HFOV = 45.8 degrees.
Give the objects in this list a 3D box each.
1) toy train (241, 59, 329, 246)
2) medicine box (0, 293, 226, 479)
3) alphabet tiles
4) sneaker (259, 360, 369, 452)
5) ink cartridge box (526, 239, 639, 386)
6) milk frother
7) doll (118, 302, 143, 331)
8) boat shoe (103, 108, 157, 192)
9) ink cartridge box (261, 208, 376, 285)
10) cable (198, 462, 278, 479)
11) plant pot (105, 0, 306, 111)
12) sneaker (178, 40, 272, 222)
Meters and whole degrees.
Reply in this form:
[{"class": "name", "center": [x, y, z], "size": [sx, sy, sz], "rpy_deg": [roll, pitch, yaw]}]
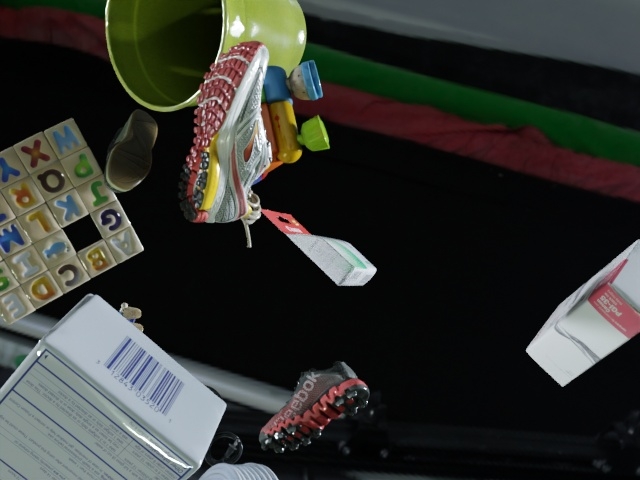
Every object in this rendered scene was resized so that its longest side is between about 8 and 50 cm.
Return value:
[{"class": "toy train", "center": [-0.051, -0.123, 1.024], "size": [0.143, 0.105, 0.248], "rpy_deg": [-15, -107, 7]}, {"class": "medicine box", "center": [-0.331, 0.275, 1.079], "size": [0.263, 0.289, 0.149], "rpy_deg": [41, -158, -8]}, {"class": "alphabet tiles", "center": [-0.371, -0.013, 0.951], "size": [0.237, 0.198, 0.009], "rpy_deg": [-31, -154, -16]}, {"class": "sneaker", "center": [-0.027, 0.369, 1.715], "size": [0.276, 0.098, 0.135], "rpy_deg": [-34, -133, 6]}, {"class": "ink cartridge box", "center": [0.594, 0.158, 1.613], "size": [0.117, 0.283, 0.207], "rpy_deg": [44, -134, 9]}, {"class": "milk frother", "center": [-0.202, 0.342, 1.339], "size": [0.143, 0.129, 0.135], "rpy_deg": [23, -177, 0]}, {"class": "doll", "center": [-0.465, 0.210, 1.803], "size": [0.046, 0.189, 0.129], "rpy_deg": [-1, -111, -27]}, {"class": "boat shoe", "center": [-0.255, -0.111, 1.006], "size": [0.056, 0.049, 0.152], "rpy_deg": [37, -142, -23]}, {"class": "ink cartridge box", "center": [0.000, 0.000, 1.523], "size": [0.225, 0.056, 0.181], "rpy_deg": [46, -169, 15]}, {"class": "cable", "center": [-0.141, 0.455, 1.108], "size": [0.089, 0.257, 0.257], "rpy_deg": [20, -134, -29]}, {"class": "plant pot", "center": [-0.226, -0.477, 1.710], "size": [0.366, 0.367, 0.353], "rpy_deg": [33, -154, 28]}, {"class": "sneaker", "center": [-0.103, -0.129, 0.918], "size": [0.092, 0.225, 0.088], "rpy_deg": [6, -161, -36]}]
